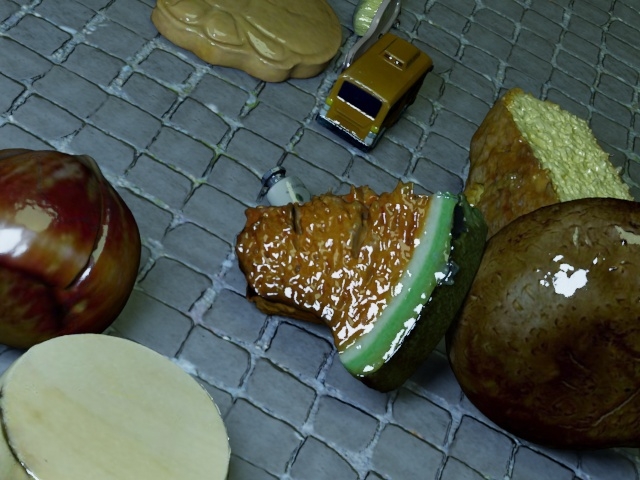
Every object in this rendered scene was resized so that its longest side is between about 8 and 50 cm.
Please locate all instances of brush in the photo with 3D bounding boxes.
[{"bbox_3d":[0.068,-0.336,2.350,0.067,0.072,0.313,12,36,14],"label":"brush"}]

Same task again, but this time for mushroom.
[{"bbox_3d":[0.328,0.106,1.744,0.345,0.345,0.239,12,23,-23],"label":"mushroom"}]

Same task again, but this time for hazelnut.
[{"bbox_3d":[-0.298,0.005,1.525,0.230,0.229,0.229,19,36,-15],"label":"hazelnut"}]

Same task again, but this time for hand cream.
[{"bbox_3d":[0.000,0.000,1.896,0.080,0.050,0.234,-13,59,-49],"label":"hand cream"}]

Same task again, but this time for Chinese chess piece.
[{"bbox_3d":[-0.212,0.208,1.437,0.251,0.097,0.250,19,38,-15],"label":"Chinese chess piece"}]

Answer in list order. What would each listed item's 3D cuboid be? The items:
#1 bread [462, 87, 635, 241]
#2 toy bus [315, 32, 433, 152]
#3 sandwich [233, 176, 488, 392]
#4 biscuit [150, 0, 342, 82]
[{"bbox_3d":[0.313,-0.047,2.058,0.194,0.179,0.340,11,37,-28],"label":"bread"},{"bbox_3d":[0.084,-0.226,2.168,0.098,0.114,0.201,33,37,7],"label":"toy bus"},{"bbox_3d":[0.031,0.040,1.762,0.301,0.250,0.162,19,-14,21],"label":"sandwich"},{"bbox_3d":[-0.126,-0.359,2.236,0.351,0.057,0.312,15,36,-20],"label":"biscuit"}]
